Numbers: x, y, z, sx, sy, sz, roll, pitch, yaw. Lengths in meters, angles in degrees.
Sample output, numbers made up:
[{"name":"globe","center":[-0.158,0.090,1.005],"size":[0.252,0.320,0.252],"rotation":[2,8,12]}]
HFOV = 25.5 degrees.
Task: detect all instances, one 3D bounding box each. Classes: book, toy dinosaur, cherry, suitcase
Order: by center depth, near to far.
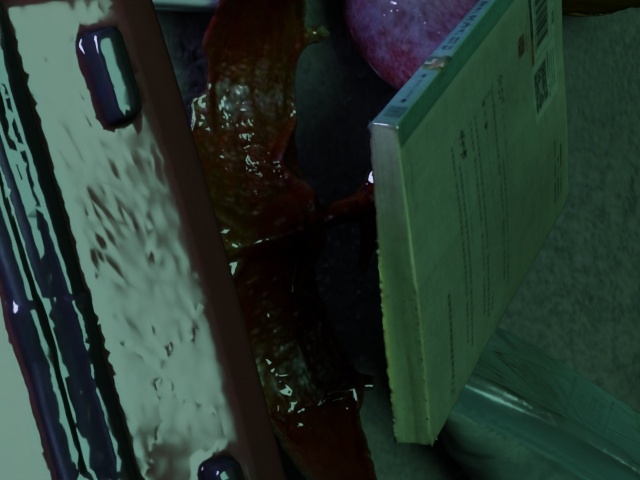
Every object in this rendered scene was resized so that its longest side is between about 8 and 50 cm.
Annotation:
[{"name":"suitcase","center":[-0.143,0.035,0.610],"size":[0.161,0.236,0.297],"rotation":[-19,98,-30]},{"name":"toy dinosaur","center":[-0.006,0.008,0.803],"size":[0.206,0.113,0.327],"rotation":[16,82,-40]},{"name":"book","center":[0.100,-0.042,0.853],"size":[0.283,0.025,0.215],"rotation":[-49,140,-49]},{"name":"cherry","center":[0.062,-0.195,0.899],"size":[0.090,0.107,0.225],"rotation":[1,81,-61]}]

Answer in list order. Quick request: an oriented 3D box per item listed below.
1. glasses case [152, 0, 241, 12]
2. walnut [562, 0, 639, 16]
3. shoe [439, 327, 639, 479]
[{"name":"glasses case","center":[-0.095,-0.173,0.786],"size":[0.233,0.059,0.092],"rotation":[-3,92,-43]},{"name":"walnut","center":[0.173,-0.230,0.984],"size":[0.245,0.137,0.137],"rotation":[16,75,-40]},{"name":"shoe","center":[0.143,0.138,0.947],"size":[0.251,0.100,0.103],"rotation":[28,25,-21]}]
